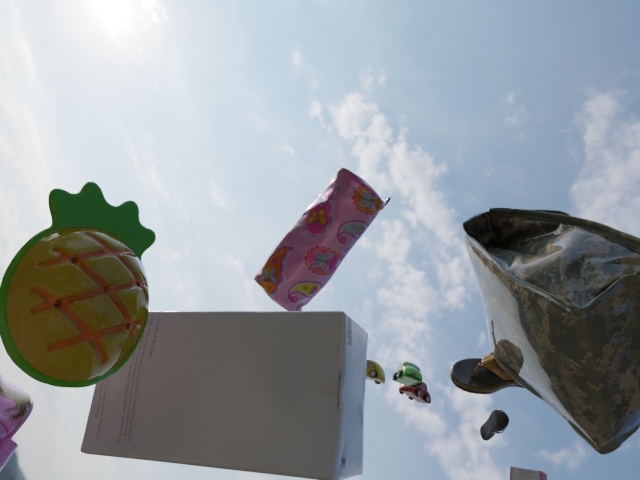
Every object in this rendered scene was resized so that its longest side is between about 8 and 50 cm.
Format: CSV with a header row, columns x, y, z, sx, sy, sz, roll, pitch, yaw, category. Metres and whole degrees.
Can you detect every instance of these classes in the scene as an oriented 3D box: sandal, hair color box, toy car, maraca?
x,y,z,sx,sy,sz,roll,pitch,yaw,category
0.575,0.602,1.674,0.179,0.040,0.067,104,-14,-50,sandal
0.455,0.580,1.128,0.072,0.141,0.043,-8,-34,39,hair color box
0.210,0.352,1.326,0.239,0.053,0.225,22,-24,-2,toy car
0.302,0.211,0.843,0.180,0.072,0.049,0,-59,1,sandal
-0.207,0.035,0.455,0.099,0.127,0.186,-18,-125,35,maraca

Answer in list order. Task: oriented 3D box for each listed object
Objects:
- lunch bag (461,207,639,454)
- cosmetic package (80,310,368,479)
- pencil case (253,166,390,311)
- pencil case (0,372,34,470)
x,y,z,sx,sy,sz,roll,pitch,yaw,category
0.319,0.092,0.701,0.235,0.168,0.287,68,-10,-24,lunch bag
-0.131,0.221,0.760,0.384,0.156,0.217,0,-111,17,cosmetic package
0.000,0.000,0.959,0.124,0.124,0.284,37,-91,30,pencil case
-0.476,0.100,0.519,0.386,0.160,0.167,59,-12,-22,pencil case
